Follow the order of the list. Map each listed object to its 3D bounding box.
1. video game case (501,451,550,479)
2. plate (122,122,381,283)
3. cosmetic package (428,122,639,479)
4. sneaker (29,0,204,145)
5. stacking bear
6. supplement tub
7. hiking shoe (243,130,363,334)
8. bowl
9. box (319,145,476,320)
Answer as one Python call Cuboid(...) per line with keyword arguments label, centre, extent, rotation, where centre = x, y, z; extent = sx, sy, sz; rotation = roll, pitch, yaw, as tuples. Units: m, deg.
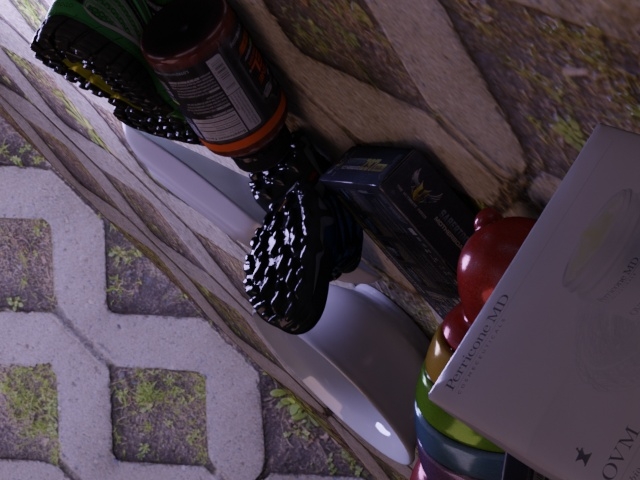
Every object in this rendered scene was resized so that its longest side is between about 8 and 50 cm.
Cuboid(label="video game case", centre=(0.216, 0.141, 1.171), extent=(0.026, 0.196, 0.274), rotation=(1, 160, 29))
Cuboid(label="plate", centre=(-0.090, -0.035, 1.794), extent=(0.278, 0.045, 0.277), rotation=(36, -174, 35))
Cuboid(label="cosmetic package", centre=(0.227, 0.069, 0.918), extent=(0.138, 0.224, 0.225), rotation=(36, 174, -34))
Cuboid(label="sneaker", centre=(-0.171, -0.202, 1.611), extent=(0.134, 0.146, 0.343), rotation=(13, 167, 28))
Cuboid(label="stacking bear", centre=(0.169, 0.114, 1.307), extent=(0.175, 0.164, 0.289), rotation=(40, 134, 50))
Cuboid(label="supplement tub", centre=(-0.101, -0.161, 1.532), extent=(0.106, 0.106, 0.198), rotation=(32, 162, 44))
Cuboid(label="hiking shoe", centre=(0.000, 0.000, 1.551), extent=(0.132, 0.113, 0.304), rotation=(37, -150, -24))
Cuboid(label="bowl", centre=(0.057, 0.152, 1.947), extent=(0.298, 0.134, 0.298), rotation=(41, 167, 12))
Cuboid(label="box", centre=(0.117, 0.006, 1.469), extent=(0.232, 0.059, 0.183), rotation=(48, 168, -15))
